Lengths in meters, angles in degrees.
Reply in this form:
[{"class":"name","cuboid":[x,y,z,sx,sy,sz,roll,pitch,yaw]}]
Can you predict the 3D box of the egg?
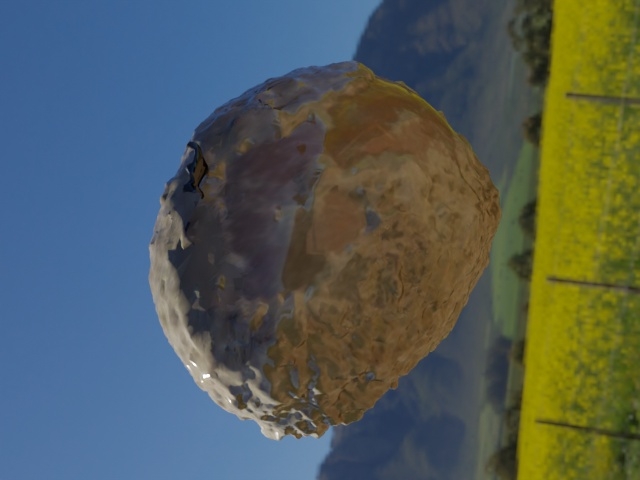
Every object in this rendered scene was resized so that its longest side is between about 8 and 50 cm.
[{"class":"egg","cuboid":[0.000,0.000,0.834,0.310,0.279,0.279,-60,-20,-20]}]
